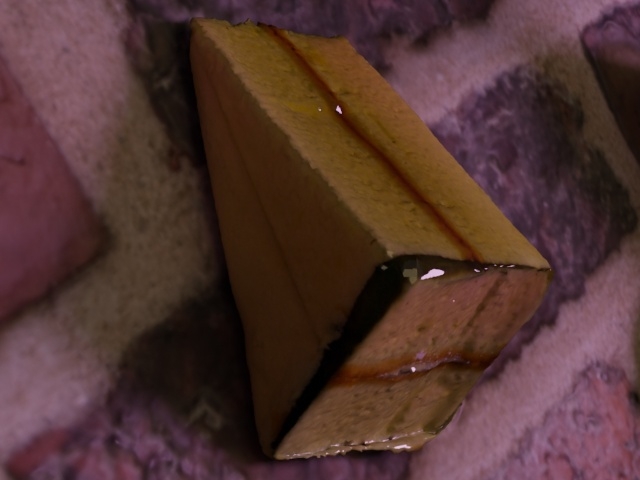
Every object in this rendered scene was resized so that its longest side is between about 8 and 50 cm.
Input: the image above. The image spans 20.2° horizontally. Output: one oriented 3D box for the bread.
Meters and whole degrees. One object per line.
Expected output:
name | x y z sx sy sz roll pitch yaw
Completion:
bread | -0.001 -0.004 1.169 0.167 0.163 0.264 3 39 -44
